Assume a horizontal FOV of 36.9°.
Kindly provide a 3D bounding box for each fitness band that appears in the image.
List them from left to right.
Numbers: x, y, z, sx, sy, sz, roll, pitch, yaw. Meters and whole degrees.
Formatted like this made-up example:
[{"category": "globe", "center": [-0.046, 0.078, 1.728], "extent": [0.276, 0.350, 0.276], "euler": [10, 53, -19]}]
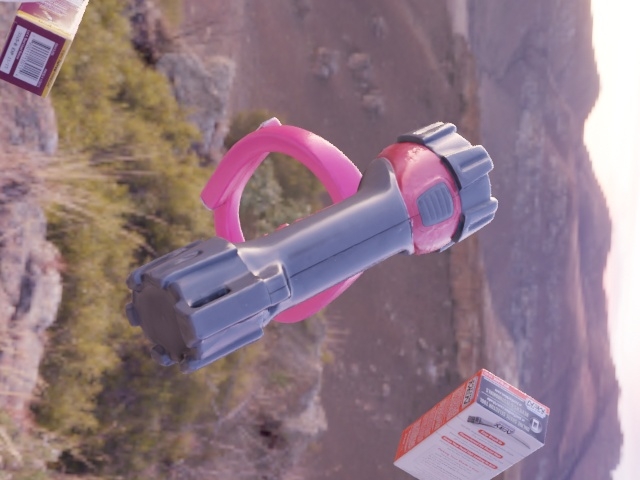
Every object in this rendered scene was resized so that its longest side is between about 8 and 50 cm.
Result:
[{"category": "fitness band", "center": [-0.043, -0.018, 1.125], "extent": [0.054, 0.209, 0.291], "euler": [-30, 170, -37]}]

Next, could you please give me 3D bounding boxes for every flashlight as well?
[{"category": "flashlight", "center": [0.000, 0.000, 0.715], "extent": [0.304, 0.103, 0.103], "euler": [-25, 148, -33]}]

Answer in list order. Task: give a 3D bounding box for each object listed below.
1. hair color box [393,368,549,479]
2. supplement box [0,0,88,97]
[{"category": "hair color box", "center": [0.167, 0.221, 1.076], "extent": [0.167, 0.093, 0.053], "euler": [-49, -167, 45]}, {"category": "supplement box", "center": [-0.205, -0.152, 0.707], "extent": [0.055, 0.043, 0.083], "euler": [-56, -159, 28]}]
